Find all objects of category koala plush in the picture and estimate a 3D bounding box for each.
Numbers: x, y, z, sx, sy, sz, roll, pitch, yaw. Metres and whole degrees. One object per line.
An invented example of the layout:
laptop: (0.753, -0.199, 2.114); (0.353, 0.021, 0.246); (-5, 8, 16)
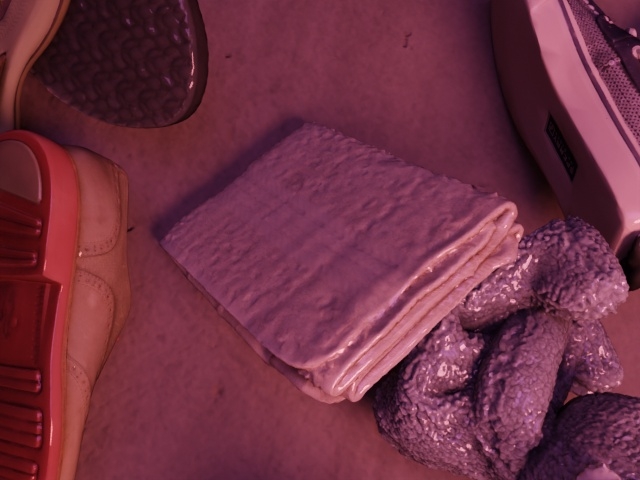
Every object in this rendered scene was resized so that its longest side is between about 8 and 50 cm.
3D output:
koala plush: (0.168, 0.143, 0.504); (0.203, 0.196, 0.221); (-34, 54, -3)

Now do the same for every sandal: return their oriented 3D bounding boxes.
sandal: (-0.252, -0.258, 0.672); (0.445, 0.107, 0.168); (36, 115, 18)
sandal: (-0.302, -0.139, 0.606); (0.120, 0.086, 0.303); (34, 111, 13)

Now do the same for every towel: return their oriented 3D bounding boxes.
towel: (0.000, 0.000, 0.566); (0.187, 0.049, 0.282); (-40, 37, -12)

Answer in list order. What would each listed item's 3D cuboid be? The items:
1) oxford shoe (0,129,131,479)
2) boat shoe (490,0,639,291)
oxford shoe: (-0.201, 0.097, 0.575); (0.123, 0.130, 0.348); (10, 93, 28)
boat shoe: (0.261, -0.120, 0.620); (0.158, 0.127, 0.341); (-10, 61, -3)
